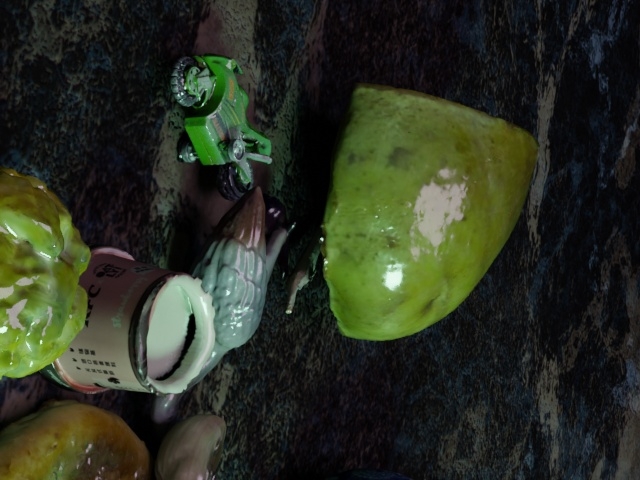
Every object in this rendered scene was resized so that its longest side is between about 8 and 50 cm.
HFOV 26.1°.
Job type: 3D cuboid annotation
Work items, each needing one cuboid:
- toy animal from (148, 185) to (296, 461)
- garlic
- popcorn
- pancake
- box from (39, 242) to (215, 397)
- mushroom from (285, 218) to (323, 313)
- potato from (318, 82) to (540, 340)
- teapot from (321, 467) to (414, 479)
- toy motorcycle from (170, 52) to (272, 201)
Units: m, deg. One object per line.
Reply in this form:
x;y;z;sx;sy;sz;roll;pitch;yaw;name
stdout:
-0.105;0.074;1.489;0.195;0.090;0.324;83;31;-58;toy animal
-0.138;0.227;1.450;0.084;0.066;0.152;116;-9;-56;garlic
-0.290;0.038;1.179;0.212;0.198;0.198;81;28;-66;popcorn
-0.256;0.350;1.348;0.387;0.082;0.387;-22;116;-58;pancake
-0.188;0.085;1.356;0.151;0.135;0.151;-18;112;-53;box
-0.003;-0.001;1.660;0.306;0.043;0.068;-66;157;-44;mushroom
0.138;-0.009;1.683;0.330;0.213;0.280;48;52;-68;potato
0.082;0.410;1.687;0.424;0.280;0.252;49;54;-47;teapot
-0.110;-0.135;1.499;0.106;0.074;0.190;-65;143;-39;toy motorcycle
